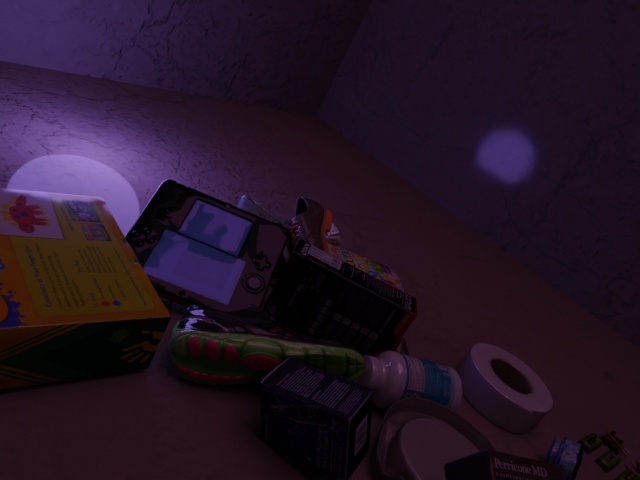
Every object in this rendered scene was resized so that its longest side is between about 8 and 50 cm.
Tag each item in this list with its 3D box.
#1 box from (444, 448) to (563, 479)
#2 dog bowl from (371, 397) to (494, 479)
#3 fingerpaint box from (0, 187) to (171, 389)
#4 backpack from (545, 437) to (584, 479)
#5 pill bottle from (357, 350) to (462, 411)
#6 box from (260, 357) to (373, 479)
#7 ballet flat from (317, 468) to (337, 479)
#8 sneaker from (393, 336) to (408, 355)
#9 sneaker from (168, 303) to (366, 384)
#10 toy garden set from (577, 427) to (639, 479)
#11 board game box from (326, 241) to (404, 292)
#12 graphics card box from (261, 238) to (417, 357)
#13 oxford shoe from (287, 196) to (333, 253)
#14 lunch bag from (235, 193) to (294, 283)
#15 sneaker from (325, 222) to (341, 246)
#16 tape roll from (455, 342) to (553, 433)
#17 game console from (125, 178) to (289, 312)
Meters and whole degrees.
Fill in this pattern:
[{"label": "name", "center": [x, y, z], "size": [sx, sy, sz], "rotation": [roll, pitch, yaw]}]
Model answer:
[{"label": "box", "center": [0.351, 0.589, 0.923], "size": [0.191, 0.143, 0.381], "rotation": [19, 48, -21]}, {"label": "dog bowl", "center": [0.269, 0.521, 1.176], "size": [0.349, 0.102, 0.348], "rotation": [23, 25, -11]}, {"label": "fingerpaint box", "center": [-0.578, 0.078, 1.071], "size": [0.371, 0.163, 0.445], "rotation": [3, 34, -46]}, {"label": "backpack", "center": [0.660, 0.604, 1.434], "size": [0.084, 0.104, 0.114], "rotation": [15, 17, 28]}, {"label": "pill bottle", "center": [0.224, 0.372, 1.367], "size": [0.264, 0.146, 0.146], "rotation": [19, 26, -20]}, {"label": "box", "center": [-0.010, 0.353, 1.060], "size": [0.207, 0.153, 0.108], "rotation": [13, 24, 28]}, {"label": "ballet flat", "center": [0.049, 0.451, 1.128], "size": [0.068, 0.072, 0.213], "rotation": [56, 24, -12]}, {"label": "sneaker", "center": [0.229, 0.354, 1.533], "size": [0.071, 0.066, 0.188], "rotation": [44, 29, -5]}, {"label": "sneaker", "center": [-0.104, 0.242, 1.231], "size": [0.483, 0.185, 0.202], "rotation": [19, 30, -23]}, {"label": "toy garden set", "center": [0.948, 0.690, 1.631], "size": [0.204, 0.049, 0.244], "rotation": [3, 34, -44]}, {"label": "board game box", "center": [0.106, 0.136, 1.710], "size": [0.275, 0.144, 0.142], "rotation": [22, 24, -16]}, {"label": "graphics card box", "center": [0.050, 0.182, 1.451], "size": [0.371, 0.232, 0.094], "rotation": [26, 28, -3]}, {"label": "oxford shoe", "center": [-0.056, 0.004, 1.648], "size": [0.133, 0.130, 0.363], "rotation": [36, 35, -22]}, {"label": "lunch bag", "center": [-0.182, 0.006, 1.651], "size": [0.262, 0.160, 0.223], "rotation": [37, 20, -13]}, {"label": "sneaker", "center": [0.000, 0.000, 1.879], "size": [0.169, 0.108, 0.292], "rotation": [7, 28, -12]}, {"label": "tape roll", "center": [0.565, 0.452, 1.631], "size": [0.286, 0.100, 0.286], "rotation": [24, 24, -12]}, {"label": "game console", "center": [-0.305, 0.024, 1.396], "size": [0.387, 0.060, 0.341], "rotation": [23, 55, -5]}]
